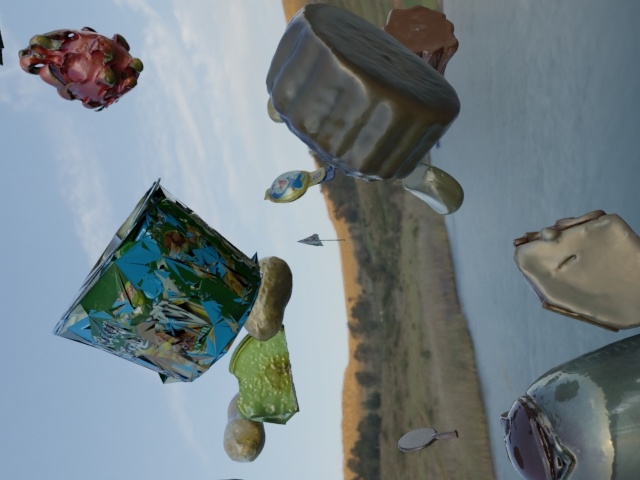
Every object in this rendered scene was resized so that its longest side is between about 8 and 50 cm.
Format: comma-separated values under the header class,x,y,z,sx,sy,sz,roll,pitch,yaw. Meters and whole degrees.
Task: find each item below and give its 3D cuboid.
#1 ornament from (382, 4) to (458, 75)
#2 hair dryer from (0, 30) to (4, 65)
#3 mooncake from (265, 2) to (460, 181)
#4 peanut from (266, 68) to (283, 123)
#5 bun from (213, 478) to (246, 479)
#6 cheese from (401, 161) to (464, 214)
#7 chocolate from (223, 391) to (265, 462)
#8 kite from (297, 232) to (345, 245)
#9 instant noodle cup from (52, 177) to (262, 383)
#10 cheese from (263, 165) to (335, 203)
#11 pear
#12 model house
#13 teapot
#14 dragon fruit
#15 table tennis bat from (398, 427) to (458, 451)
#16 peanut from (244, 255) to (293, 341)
class,x,y,z,sx,sy,sz,roll,pitch,yaw
ornament,0.266,-0.505,1.615,0.221,0.235,0.217,-43,-26,-23
hair dryer,-0.743,-0.513,1.235,0.070,0.128,0.255,-99,8,-72
mooncake,0.057,-0.223,0.871,0.161,0.290,0.290,-55,17,32
peanut,-0.087,-0.368,1.352,0.082,0.082,0.187,53,-146,-71
bun,-0.193,0.699,1.191,0.202,0.364,0.364,20,125,56
cheese,0.349,-0.149,1.712,0.202,0.091,0.175,36,173,-31
chocolate,-0.233,0.577,1.764,0.309,0.134,0.134,-110,9,-74
kite,0.000,-0.001,1.747,0.137,0.152,0.005,57,-151,-70
instant noodle cup,-0.197,0.063,0.727,0.178,0.240,0.240,36,-151,-18
cheese,-0.072,-0.196,1.942,0.177,0.270,0.069,-83,-29,-49
pear,-0.169,0.404,1.681,0.282,0.176,0.286,103,157,-75
model house,0.459,0.058,0.968,0.219,0.199,0.229,66,-163,13
teapot,0.415,0.262,0.824,0.315,0.312,0.233,63,-166,-81
dragon fruit,-0.675,-0.494,1.630,0.243,0.307,0.227,63,154,-3
table tennis bat,0.268,0.484,1.518,0.107,0.170,0.119,-31,-80,-62
peanut,-0.140,0.148,1.454,0.129,0.129,0.224,69,-150,-55
